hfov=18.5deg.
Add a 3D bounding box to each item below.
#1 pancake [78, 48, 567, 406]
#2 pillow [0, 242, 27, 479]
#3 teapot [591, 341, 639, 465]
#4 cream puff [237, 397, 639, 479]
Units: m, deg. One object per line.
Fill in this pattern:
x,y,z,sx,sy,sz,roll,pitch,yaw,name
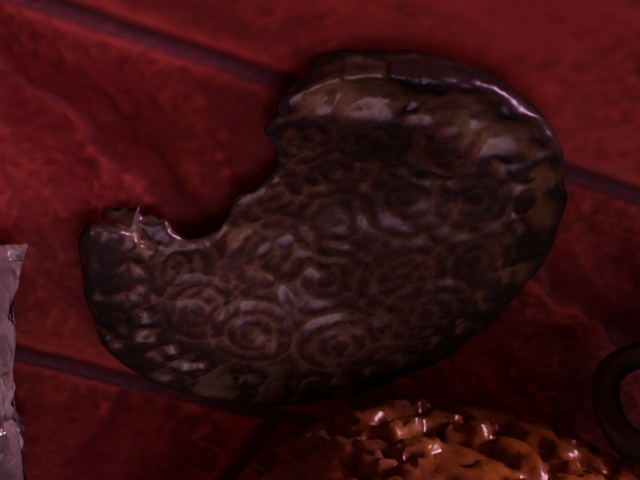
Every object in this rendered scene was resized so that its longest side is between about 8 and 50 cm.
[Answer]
0.000,0.000,1.163,0.286,0.033,0.288,3,133,-13,pancake
-0.248,0.084,1.181,0.148,0.050,0.229,-6,133,-13,pillow
0.303,0.087,1.215,0.268,0.175,0.185,-13,133,1,teapot
0.079,0.229,1.262,0.343,0.231,0.327,-8,142,38,cream puff
